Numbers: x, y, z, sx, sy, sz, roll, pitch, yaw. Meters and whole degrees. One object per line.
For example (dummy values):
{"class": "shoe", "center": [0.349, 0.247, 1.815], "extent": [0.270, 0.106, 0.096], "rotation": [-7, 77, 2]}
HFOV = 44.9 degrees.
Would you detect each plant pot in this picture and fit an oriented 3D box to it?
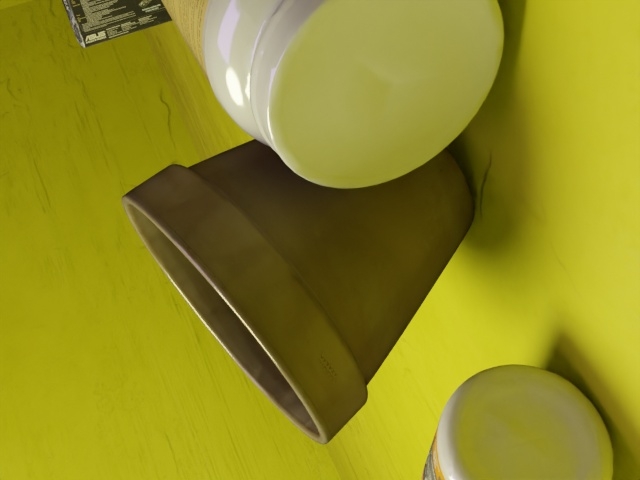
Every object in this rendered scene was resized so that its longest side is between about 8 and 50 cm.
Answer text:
{"class": "plant pot", "center": [0.000, 0.000, 0.818], "extent": [0.323, 0.280, 0.323], "rotation": [47, 165, 16]}

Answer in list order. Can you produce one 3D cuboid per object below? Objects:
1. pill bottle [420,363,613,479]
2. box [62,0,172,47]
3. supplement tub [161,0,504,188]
{"class": "pill bottle", "center": [0.187, 0.254, 0.806], "extent": [0.278, 0.162, 0.162], "rotation": [90, 156, -57]}
{"class": "box", "center": [-0.364, -0.542, 1.513], "extent": [0.076, 0.307, 0.242], "rotation": [44, 152, 55]}
{"class": "supplement tub", "center": [-0.013, -0.228, 0.694], "extent": [0.241, 0.241, 0.331], "rotation": [84, 160, -48]}
